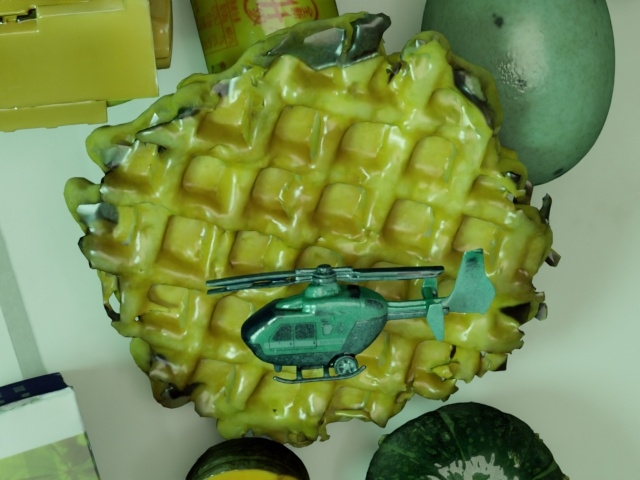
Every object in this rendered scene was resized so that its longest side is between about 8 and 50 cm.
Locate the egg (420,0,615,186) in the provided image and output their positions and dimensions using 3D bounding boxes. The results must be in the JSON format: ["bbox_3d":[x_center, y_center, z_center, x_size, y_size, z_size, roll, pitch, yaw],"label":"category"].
[{"bbox_3d":[0.171,-0.164,1.643,0.169,0.169,0.237,0,91,-10],"label":"egg"}]

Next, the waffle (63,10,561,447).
[{"bbox_3d":[0.000,0.000,1.586,0.382,0.095,0.380,-23,116,8],"label":"waffle"}]

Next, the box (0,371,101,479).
[{"bbox_3d":[-0.215,0.269,1.562,0.106,0.200,0.299,-16,93,-11],"label":"box"}]

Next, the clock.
[{"bbox_3d":[-0.246,-0.253,1.524,0.244,0.200,0.317,-3,61,-7],"label":"clock"}]

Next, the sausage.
[{"bbox_3d":[-0.053,-0.219,1.628,0.123,0.123,0.347,-15,92,-9],"label":"sausage"}]

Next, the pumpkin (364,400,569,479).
[{"bbox_3d":[0.129,0.236,1.649,0.190,0.146,0.190,-2,97,-19],"label":"pumpkin"}]

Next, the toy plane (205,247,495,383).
[{"bbox_3d":[0.027,0.060,1.547,0.235,0.060,0.096,-5,105,1],"label":"toy plane"}]

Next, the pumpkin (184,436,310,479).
[{"bbox_3d":[-0.060,0.239,1.634,0.119,0.108,0.183,-7,121,-4],"label":"pumpkin"}]
